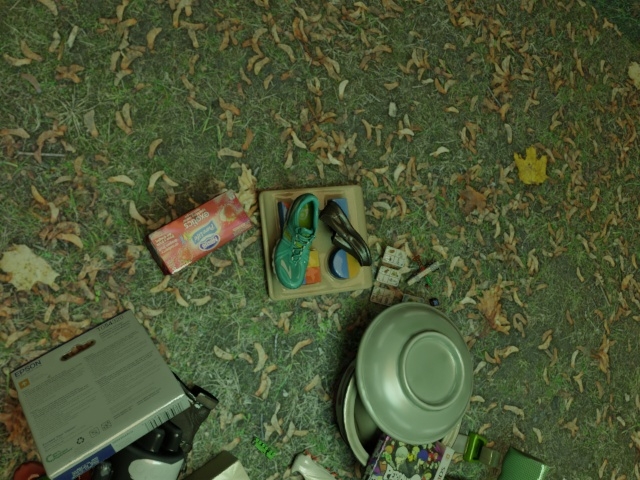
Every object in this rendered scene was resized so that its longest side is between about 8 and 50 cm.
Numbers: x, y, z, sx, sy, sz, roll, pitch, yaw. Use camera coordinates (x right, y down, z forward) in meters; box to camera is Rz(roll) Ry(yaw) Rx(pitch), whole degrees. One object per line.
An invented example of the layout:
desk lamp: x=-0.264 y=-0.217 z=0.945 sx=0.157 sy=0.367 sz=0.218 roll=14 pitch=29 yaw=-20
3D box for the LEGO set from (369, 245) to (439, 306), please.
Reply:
LEGO set: x=0.283 y=0.131 z=1.860 sx=0.244 sy=0.060 sz=0.183 roll=16 pitch=92 yaw=-20

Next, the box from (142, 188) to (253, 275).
box: x=-0.328 y=-0.021 z=1.550 sx=0.256 sy=0.128 sz=0.123 roll=-33 pitch=99 yaw=-22

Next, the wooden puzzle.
wooden puzzle: x=0.000 y=0.000 z=1.715 sx=0.347 sy=0.080 sz=0.322 roll=-6 pitch=88 yaw=-24

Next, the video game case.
video game case: x=0.246 y=0.638 z=1.632 sx=0.232 sy=0.042 sz=0.210 roll=34 pitch=72 yaw=-17

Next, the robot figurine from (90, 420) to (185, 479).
robot figurine: x=-0.434 y=0.561 z=1.382 sx=0.209 sy=0.173 sz=0.278 roll=22 pitch=87 yaw=-14

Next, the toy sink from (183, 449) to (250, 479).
toy sink: x=-0.294 y=0.689 z=1.511 sx=0.234 sy=0.131 sz=0.153 roll=-31 pitch=98 yaw=-27

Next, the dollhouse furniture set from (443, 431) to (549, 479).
dollhouse furniture set: x=0.509 y=0.710 z=1.760 sx=0.151 sy=0.301 sz=0.198 roll=21 pitch=81 yaw=-23

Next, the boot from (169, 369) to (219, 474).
boot: x=-0.413 y=0.464 z=1.502 sx=0.263 sy=0.091 sz=0.229 roll=34 pitch=80 yaw=-12

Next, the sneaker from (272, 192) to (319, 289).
sneaker: x=-0.063 y=-0.001 z=1.600 sx=0.107 sy=0.110 sz=0.275 roll=12 pitch=83 yaw=-17

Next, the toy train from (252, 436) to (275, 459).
toy train: x=-0.162 y=0.587 z=1.637 sx=0.024 sy=0.017 sz=0.083 roll=-46 pitch=104 yaw=-9

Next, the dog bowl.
dog bowl: x=0.219 y=0.489 z=1.737 sx=0.407 sy=0.150 sz=0.408 roll=2 pitch=85 yaw=-23

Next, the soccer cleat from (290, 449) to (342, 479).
soccer cleat: x=-0.001 y=0.689 z=1.676 sx=0.196 sy=0.068 sz=0.076 roll=41 pitch=77 yaw=-8

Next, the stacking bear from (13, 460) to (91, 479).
stacking bear: x=-0.601 y=0.608 z=1.297 sx=0.175 sy=0.289 sz=0.164 roll=-1 pitch=86 yaw=-23

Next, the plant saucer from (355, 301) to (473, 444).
plant saucer: x=0.293 y=0.366 z=1.629 sx=0.400 sy=0.100 sz=0.401 roll=7 pitch=74 yaw=-26

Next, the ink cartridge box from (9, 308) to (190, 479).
ink cartridge box: x=-0.530 y=0.358 z=1.388 sx=0.324 sy=0.330 sz=0.071 roll=-29 pitch=137 yaw=-22

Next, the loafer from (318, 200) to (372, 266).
loafer: x=0.067 y=-0.007 z=1.669 sx=0.078 sy=0.080 sz=0.220 roll=-36 pitch=93 yaw=-8
